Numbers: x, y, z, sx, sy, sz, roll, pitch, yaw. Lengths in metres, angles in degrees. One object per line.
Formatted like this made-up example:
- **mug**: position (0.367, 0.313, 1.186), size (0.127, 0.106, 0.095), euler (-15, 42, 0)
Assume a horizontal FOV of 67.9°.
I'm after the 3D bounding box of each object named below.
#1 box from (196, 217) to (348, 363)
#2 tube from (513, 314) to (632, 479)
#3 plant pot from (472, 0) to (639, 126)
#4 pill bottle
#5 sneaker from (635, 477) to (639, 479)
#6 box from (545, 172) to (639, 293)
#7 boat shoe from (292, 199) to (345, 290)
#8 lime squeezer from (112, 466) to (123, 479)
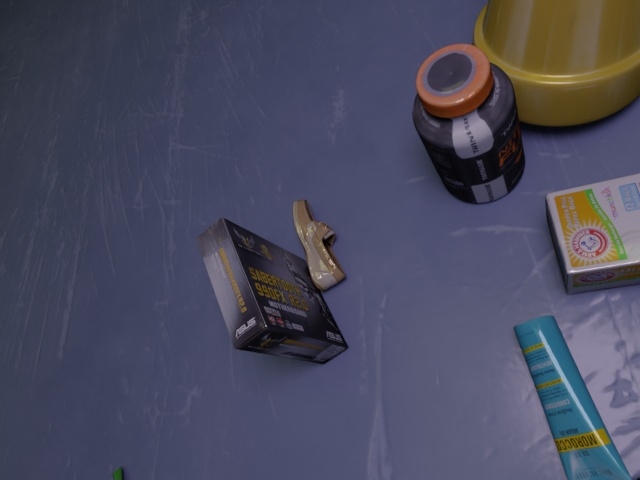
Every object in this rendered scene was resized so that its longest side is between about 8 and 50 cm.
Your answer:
- **box**: position (-0.066, 0.084, 0.713), size (0.056, 0.231, 0.183), euler (-36, 58, 14)
- **tube**: position (0.302, 0.198, 0.584), size (0.080, 0.052, 0.207), euler (126, 137, -53)
- **plant pot**: position (0.334, -0.327, 0.633), size (0.253, 0.239, 0.254), euler (-8, 58, 13)
- **pill bottle**: position (0.204, -0.155, 0.656), size (0.130, 0.245, 0.131), euler (-10, 67, 24)
- **sneaker**: position (0.418, 0.311, 0.462), size (0.234, 0.078, 0.106), euler (15, 80, 33)
- **box**: position (0.397, -0.013, 0.584), size (0.202, 0.103, 0.114), euler (-12, 65, 23)
- **boat shoe**: position (0.000, 0.000, 0.816), size (0.059, 0.063, 0.170), euler (-24, 71, 15)
- **lime squeezer**: position (-0.277, 0.493, 0.751), size (0.310, 0.109, 0.059), euler (21, 110, 32)
